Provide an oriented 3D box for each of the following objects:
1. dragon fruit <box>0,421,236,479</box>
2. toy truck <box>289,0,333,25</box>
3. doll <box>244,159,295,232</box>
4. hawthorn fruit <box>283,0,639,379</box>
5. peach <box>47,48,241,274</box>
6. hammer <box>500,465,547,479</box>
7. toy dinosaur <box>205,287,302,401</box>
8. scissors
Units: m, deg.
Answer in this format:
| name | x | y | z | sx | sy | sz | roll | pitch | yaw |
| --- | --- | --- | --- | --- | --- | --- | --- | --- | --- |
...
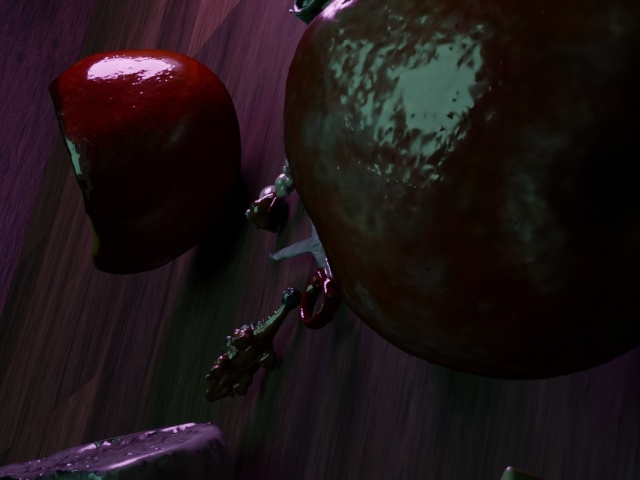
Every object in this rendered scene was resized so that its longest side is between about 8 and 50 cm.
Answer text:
| name | x | y | z | sx | sy | sz | roll | pitch | yaw |
| --- | --- | --- | --- | --- | --- | --- | --- | --- | --- |
| dragon fruit | -0.176 | 0.288 | 1.459 | 0.283 | 0.204 | 0.221 | -17 | 82 | 49 |
| toy truck | 0.051 | -0.278 | 1.528 | 0.135 | 0.128 | 0.259 | -41 | 30 | 30 |
| doll | -0.044 | -0.044 | 1.676 | 0.085 | 0.040 | 0.058 | -39 | 24 | 58 |
| hawthorn fruit | 0.116 | -0.058 | 0.904 | 0.284 | 0.284 | 0.284 | -55 | 23 | 37 |
| peach | -0.207 | -0.096 | 1.878 | 0.245 | 0.248 | 0.274 | -32 | 34 | 18 |
| hammer | 0.075 | 0.219 | 1.029 | 0.226 | 0.041 | 0.158 | -46 | 29 | 50 |
| toy dinosaur | -0.066 | 0.105 | 1.558 | 0.154 | 0.049 | 0.055 | -49 | 9 | 21 |
| scissors | 0.000 | 0.000 | 1.503 | 0.144 | 0.017 | 0.248 | -59 | 18 | -1 |
